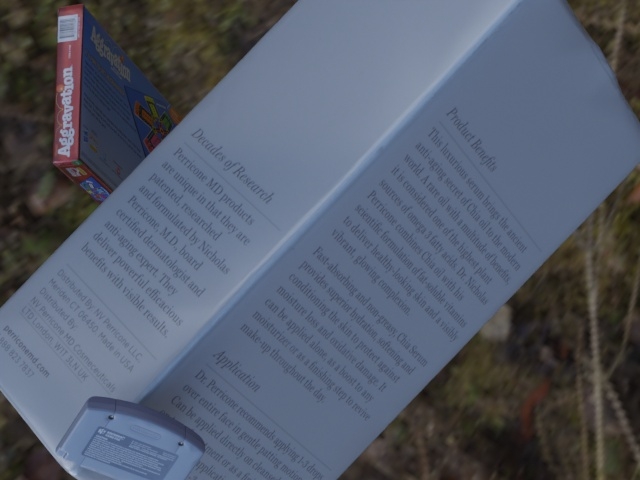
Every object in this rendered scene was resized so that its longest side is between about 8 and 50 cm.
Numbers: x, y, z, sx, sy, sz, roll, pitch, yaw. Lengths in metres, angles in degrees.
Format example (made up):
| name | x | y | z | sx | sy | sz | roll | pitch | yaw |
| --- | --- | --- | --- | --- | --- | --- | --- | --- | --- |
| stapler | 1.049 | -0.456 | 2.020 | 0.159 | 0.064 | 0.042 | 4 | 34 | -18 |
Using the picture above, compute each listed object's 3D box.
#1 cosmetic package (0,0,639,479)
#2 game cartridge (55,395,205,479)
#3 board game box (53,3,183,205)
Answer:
| name | x | y | z | sx | sy | sz | roll | pitch | yaw |
| --- | --- | --- | --- | --- | --- | --- | --- | --- | --- |
| cosmetic package | 0.000 | 0.000 | 1.398 | 0.453 | 0.230 | 0.161 | -45 | 50 | -2 |
| game cartridge | -0.118 | 0.129 | 1.241 | 0.083 | 0.017 | 0.056 | 24 | 125 | -20 |
| board game box | -0.175 | -0.088 | 1.768 | 0.027 | 0.281 | 0.145 | -5 | 70 | 14 |
